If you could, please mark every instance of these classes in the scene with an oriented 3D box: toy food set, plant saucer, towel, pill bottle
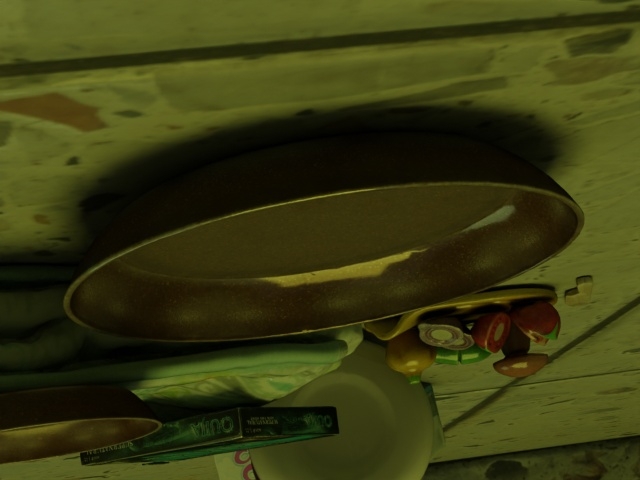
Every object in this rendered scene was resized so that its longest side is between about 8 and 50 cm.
[{"bbox_3d":[0.152,0.091,1.231,0.218,0.071,0.128,-8,166,0],"label":"toy food set"},{"bbox_3d":[0.000,0.000,0.810,0.311,0.050,0.310,-9,165,-2],"label":"plant saucer"},{"bbox_3d":[-0.198,0.100,1.036,0.375,0.090,0.320,3,162,-36],"label":"towel"},{"bbox_3d":[0.015,0.213,1.417,0.182,0.181,0.323,-7,166,-3],"label":"pill bottle"},{"bbox_3d":[-0.189,0.121,0.883,0.169,0.029,0.168,-10,165,-3],"label":"plant saucer"}]

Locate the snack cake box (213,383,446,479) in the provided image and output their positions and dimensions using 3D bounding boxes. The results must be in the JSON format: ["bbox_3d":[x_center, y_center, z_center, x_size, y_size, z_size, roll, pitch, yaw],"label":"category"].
[{"bbox_3d":[0.013,0.263,1.740,0.264,0.089,0.152,-13,-178,20],"label":"snack cake box"}]

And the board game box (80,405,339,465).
[{"bbox_3d":[-0.095,0.166,1.142,0.186,0.026,0.126,-16,165,37],"label":"board game box"}]
